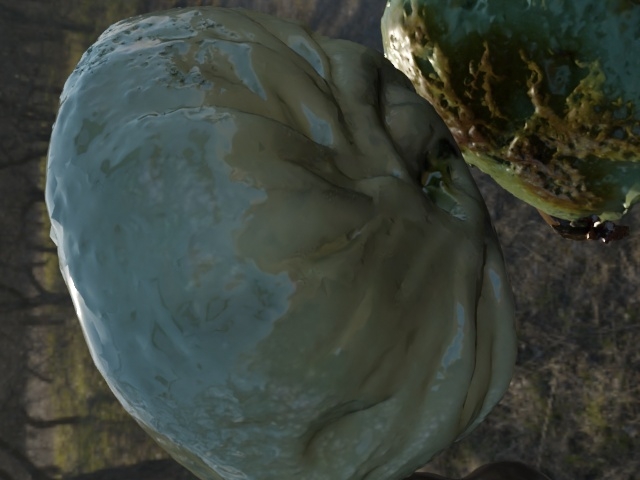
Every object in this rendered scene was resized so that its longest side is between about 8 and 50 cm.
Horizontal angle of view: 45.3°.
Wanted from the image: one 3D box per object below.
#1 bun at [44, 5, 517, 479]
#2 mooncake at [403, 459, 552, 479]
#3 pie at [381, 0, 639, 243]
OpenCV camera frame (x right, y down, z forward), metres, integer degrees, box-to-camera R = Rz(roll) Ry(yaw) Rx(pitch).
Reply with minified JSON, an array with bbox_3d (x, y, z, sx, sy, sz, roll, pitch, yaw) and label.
[{"bbox_3d":[0.000,0.000,0.519,0.210,0.359,0.360,-24,60,26],"label":"bun"},{"bbox_3d":[0.115,0.316,0.586,0.154,0.305,0.306,-107,25,-65],"label":"mooncake"},{"bbox_3d":[0.169,-0.117,0.594,0.105,0.274,0.257,-55,-3,-20],"label":"pie"}]
